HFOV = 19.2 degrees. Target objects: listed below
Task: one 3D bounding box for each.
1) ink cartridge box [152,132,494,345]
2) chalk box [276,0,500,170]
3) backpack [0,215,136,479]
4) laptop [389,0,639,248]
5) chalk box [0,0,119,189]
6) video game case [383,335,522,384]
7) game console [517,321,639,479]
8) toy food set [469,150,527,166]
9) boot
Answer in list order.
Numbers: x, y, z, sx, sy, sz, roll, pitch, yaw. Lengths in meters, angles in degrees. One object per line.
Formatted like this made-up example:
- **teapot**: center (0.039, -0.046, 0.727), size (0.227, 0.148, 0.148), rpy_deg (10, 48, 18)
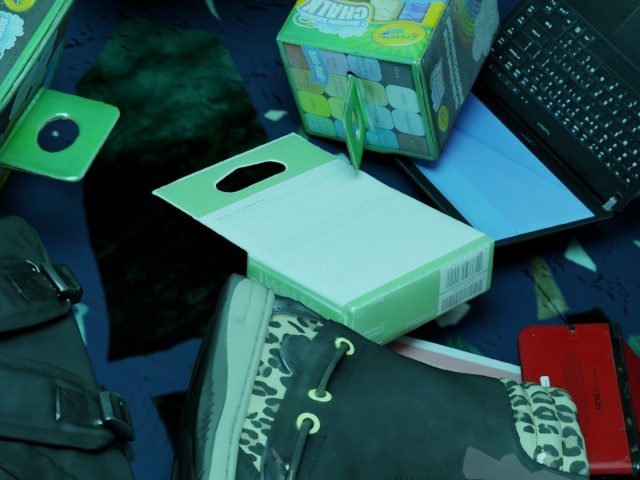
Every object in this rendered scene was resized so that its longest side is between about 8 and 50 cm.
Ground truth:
- **ink cartridge box**: center (0.000, 0.000, 1.548), size (0.235, 0.056, 0.171), rpy_deg (28, 38, 37)
- **chalk box**: center (0.053, -0.160, 1.617), size (0.132, 0.132, 0.213), rpy_deg (14, 56, 22)
- **backpack**: center (-0.332, 0.131, 1.180), size (0.355, 0.273, 0.290), rpy_deg (7, 47, -47)
- **laptop**: center (0.192, -0.138, 1.664), size (0.234, 0.264, 0.136), rpy_deg (50, 11, 34)
- **chalk box**: center (-0.302, -0.119, 1.439), size (0.289, 0.179, 0.180), rpy_deg (26, 45, -2)
- **video game case**: center (0.087, 0.195, 1.435), size (0.204, 0.025, 0.285), rpy_deg (16, 47, -10)
- **game console**: center (0.222, 0.146, 1.519), size (0.124, 0.085, 0.144), rpy_deg (-2, 51, -1)
- **toy food set**: center (0.160, -0.047, 1.679), size (0.083, 0.020, 0.082), rpy_deg (-13, 56, -33)
- **boot**: center (0.037, 0.204, 1.301), size (0.284, 0.138, 0.377), rpy_deg (15, 41, -10)
